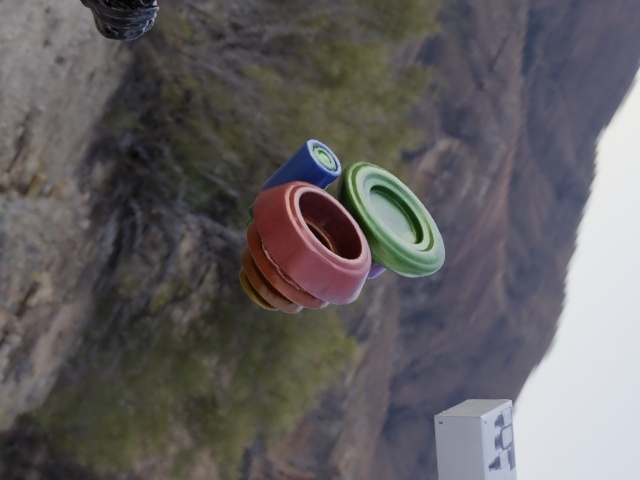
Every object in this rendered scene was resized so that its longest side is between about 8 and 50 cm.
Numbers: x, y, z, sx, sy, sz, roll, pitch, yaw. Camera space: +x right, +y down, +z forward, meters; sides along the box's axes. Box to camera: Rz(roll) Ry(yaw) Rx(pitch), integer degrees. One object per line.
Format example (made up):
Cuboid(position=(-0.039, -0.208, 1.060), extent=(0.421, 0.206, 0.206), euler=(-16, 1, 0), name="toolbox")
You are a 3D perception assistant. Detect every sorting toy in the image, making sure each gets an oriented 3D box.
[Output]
Cuboid(position=(0.000, 0.000, 0.481), extent=(0.042, 0.061, 0.102), euler=(-42, 164, 27), name="sorting toy")

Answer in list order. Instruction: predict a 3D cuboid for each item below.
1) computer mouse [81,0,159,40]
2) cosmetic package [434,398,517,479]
Cuboid(position=(-0.133, -0.309, 1.223), extent=(0.272, 0.188, 0.072), euler=(-51, 144, 1), name="computer mouse")
Cuboid(position=(0.176, 0.299, 1.442), extent=(0.099, 0.060, 0.239), euler=(-10, 96, -60), name="cosmetic package")
